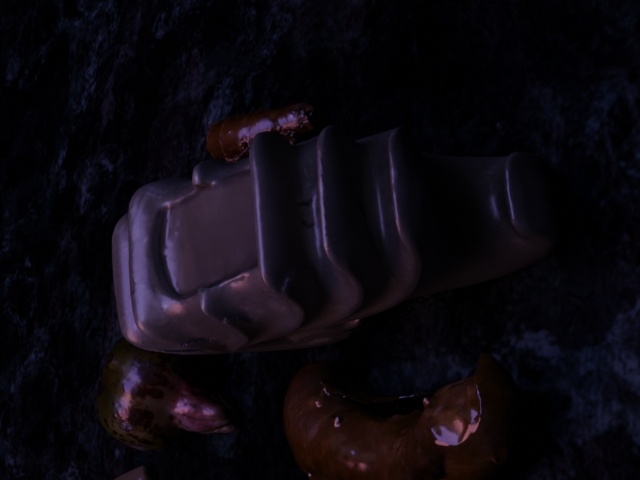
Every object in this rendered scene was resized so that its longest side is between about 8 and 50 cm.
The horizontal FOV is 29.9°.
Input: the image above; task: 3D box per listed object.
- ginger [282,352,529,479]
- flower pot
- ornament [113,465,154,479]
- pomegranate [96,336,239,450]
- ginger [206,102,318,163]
[{"bbox_3d":[0.061,0.169,1.044,0.309,0.107,0.133,-10,84,52],"label":"ginger"},{"bbox_3d":[0.000,0.000,1.046,0.367,0.254,0.164,-22,69,45],"label":"flower pot"},{"bbox_3d":[-0.205,0.362,1.309,0.245,0.061,0.230,-1,60,47],"label":"ornament"},{"bbox_3d":[-0.171,0.164,1.300,0.163,0.125,0.138,12,75,50],"label":"pomegranate"},{"bbox_3d":[-0.071,-0.093,1.305,0.162,0.073,0.103,-14,69,46],"label":"ginger"}]
